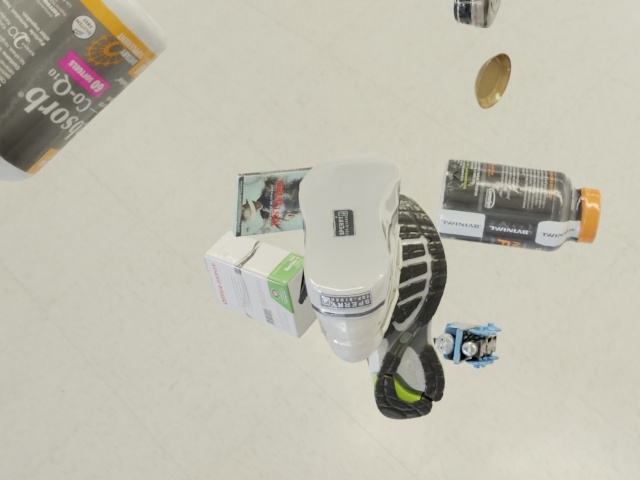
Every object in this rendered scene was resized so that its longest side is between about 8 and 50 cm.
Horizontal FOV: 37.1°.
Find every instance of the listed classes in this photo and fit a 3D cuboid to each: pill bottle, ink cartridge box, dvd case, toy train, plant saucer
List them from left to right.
[{"bbox_3d":[-0.300,-0.160,0.942,0.278,0.162,0.162,-44,55,3],"label":"pill bottle"},{"bbox_3d":[-0.120,0.089,1.986,0.219,0.160,0.092,20,49,31],"label":"ink cartridge box"},{"bbox_3d":[-0.056,-0.051,1.246,0.119,0.087,0.013,-6,27,-24],"label":"dvd case"},{"bbox_3d":[0.271,0.191,1.763,0.105,0.184,0.080,5,91,22],"label":"toy train"},{"bbox_3d":[0.243,-0.230,1.366,0.015,0.083,0.083,30,74,34],"label":"plant saucer"},{"bbox_3d":[0.312,-0.052,1.505,0.245,0.130,0.130,7,62,9],"label":"pill bottle"}]

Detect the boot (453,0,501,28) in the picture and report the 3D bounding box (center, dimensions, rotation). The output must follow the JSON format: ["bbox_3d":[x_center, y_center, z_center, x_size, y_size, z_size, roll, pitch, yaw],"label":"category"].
[{"bbox_3d":[0.109,-0.449,1.306,0.284,0.138,0.377,-1,69,10],"label":"boot"}]

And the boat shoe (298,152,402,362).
[{"bbox_3d":[0.032,0.006,0.864,0.096,0.088,0.267,-5,30,2],"label":"boat shoe"}]

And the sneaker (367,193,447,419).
[{"bbox_3d":[0.085,0.073,1.159,0.111,0.300,0.121,-8,32,-10],"label":"sneaker"}]

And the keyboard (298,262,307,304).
[{"bbox_3d":[0.000,0.000,1.448,0.038,0.100,0.192,10,50,-5],"label":"keyboard"}]
